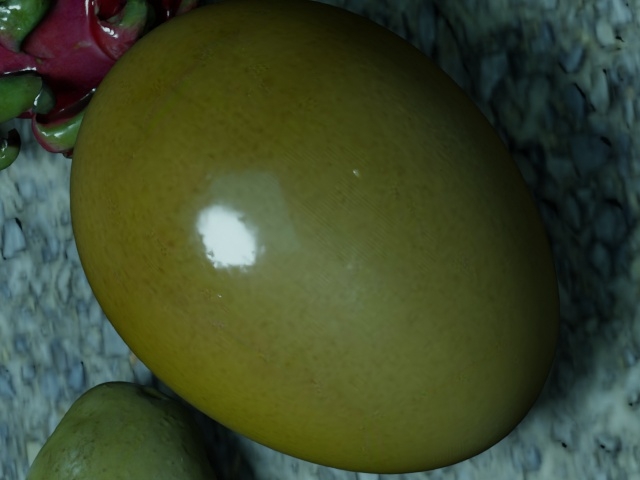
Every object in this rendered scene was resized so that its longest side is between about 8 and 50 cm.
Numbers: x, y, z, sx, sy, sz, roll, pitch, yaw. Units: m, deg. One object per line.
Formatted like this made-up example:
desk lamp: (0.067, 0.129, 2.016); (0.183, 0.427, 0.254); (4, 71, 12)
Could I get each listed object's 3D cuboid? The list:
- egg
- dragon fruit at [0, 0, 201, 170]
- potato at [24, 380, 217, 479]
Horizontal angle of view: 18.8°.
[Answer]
egg: (0.000, 0.000, 1.155); (0.322, 0.250, 0.250); (40, 100, -1)
dragon fruit: (-0.182, -0.152, 1.269); (0.198, 0.273, 0.218); (-11, 74, -27)
potato: (-0.121, 0.190, 1.251); (0.157, 0.157, 0.194); (-2, 73, 19)
